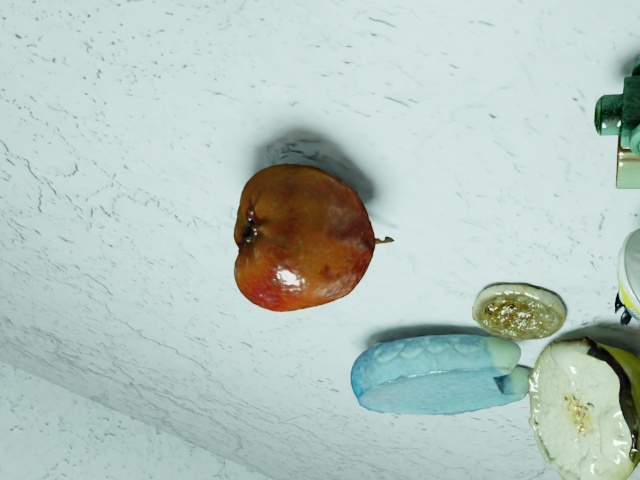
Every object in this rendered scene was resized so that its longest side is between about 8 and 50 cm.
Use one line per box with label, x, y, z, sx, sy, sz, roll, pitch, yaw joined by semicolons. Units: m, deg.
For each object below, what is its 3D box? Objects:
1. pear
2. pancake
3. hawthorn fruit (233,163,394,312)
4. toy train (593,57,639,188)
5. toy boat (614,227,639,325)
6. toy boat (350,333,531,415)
pear;0.478;0.268;1.088;0.178;0.267;0.267;-9;152;-22
pancake;0.320;0.119;1.075;0.152;0.025;0.151;11;145;8
hawthorn fruit;0.000;0.000;0.937;0.243;0.207;0.207;5;153;-29
toy train;0.424;-0.105;0.655;0.285;0.116;0.177;1;154;22
toy boat;0.477;0.080;0.864;0.269;0.140;0.141;25;145;-5
toy boat;0.216;0.234;1.235;0.330;0.123;0.215;-14;143;22
